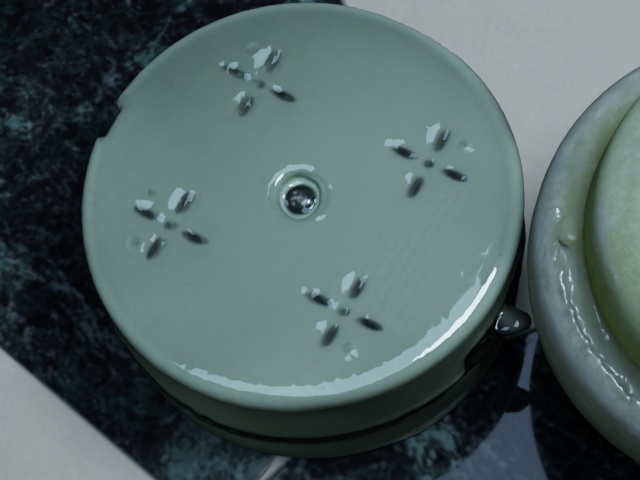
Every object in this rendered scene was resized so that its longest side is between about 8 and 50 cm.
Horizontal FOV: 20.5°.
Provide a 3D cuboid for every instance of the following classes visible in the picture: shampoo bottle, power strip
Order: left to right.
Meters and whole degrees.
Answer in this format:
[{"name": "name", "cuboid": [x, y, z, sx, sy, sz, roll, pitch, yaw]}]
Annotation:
[{"name": "power strip", "cuboid": [0.000, 0.000, 1.379, 0.358, 0.161, 0.357, -2, 68, 5]}, {"name": "shampoo bottle", "cuboid": [0.306, 0.022, 1.259, 0.323, 0.317, 0.322, 1, 74, -2]}]
